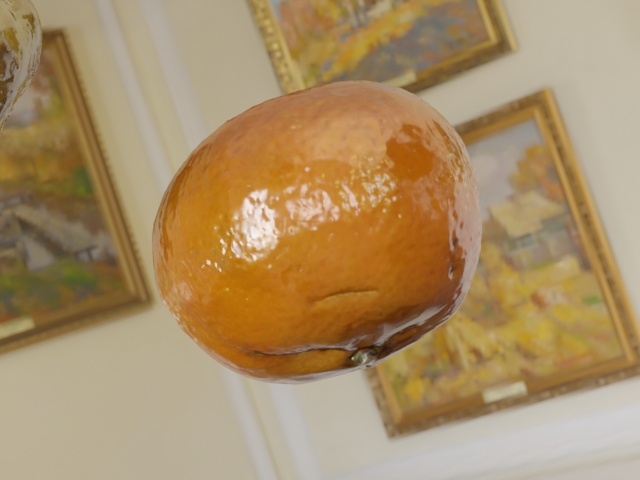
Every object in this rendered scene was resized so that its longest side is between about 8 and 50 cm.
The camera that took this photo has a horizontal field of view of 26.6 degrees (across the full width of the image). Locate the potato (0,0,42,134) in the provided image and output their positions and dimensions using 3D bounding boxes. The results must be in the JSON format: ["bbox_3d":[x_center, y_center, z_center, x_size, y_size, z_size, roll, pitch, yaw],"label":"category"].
[{"bbox_3d":[-0.360,-0.058,1.097,0.369,0.195,0.176,-60,-27,2],"label":"potato"}]

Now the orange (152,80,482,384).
[{"bbox_3d":[0.000,0.000,0.866,0.224,0.170,0.224,-24,-14,-6],"label":"orange"}]
